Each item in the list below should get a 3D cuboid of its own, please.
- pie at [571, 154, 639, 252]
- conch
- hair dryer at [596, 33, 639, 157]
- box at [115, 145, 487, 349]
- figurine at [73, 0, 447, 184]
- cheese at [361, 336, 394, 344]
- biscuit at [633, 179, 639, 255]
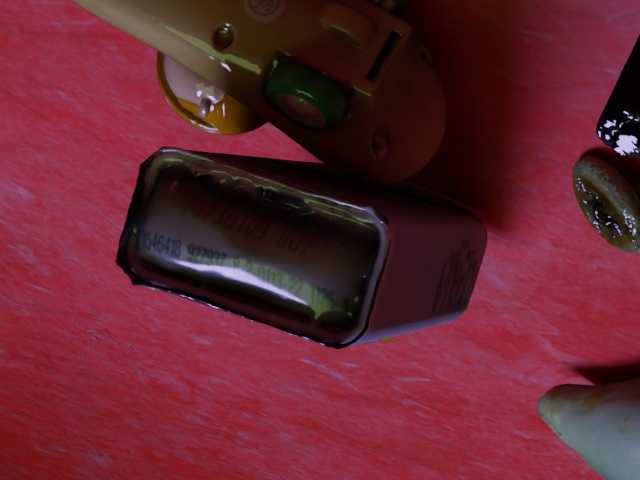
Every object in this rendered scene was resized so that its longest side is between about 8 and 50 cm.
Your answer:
[{"bbox_3d":[0.215,-0.024,1.458,0.084,0.021,0.084,54,163,25],"label":"pie"},{"bbox_3d":[0.307,0.182,1.689,0.250,0.143,0.137,174,83,-72],"label":"conch"},{"bbox_3d":[0.199,-0.149,0.986,0.089,0.251,0.197,34,157,-12],"label":"hair dryer"},{"bbox_3d":[0.000,0.000,1.465,0.190,0.112,0.369,16,-176,14],"label":"box"},{"bbox_3d":[-0.055,-0.147,1.441,0.324,0.124,0.222,27,162,2],"label":"figurine"},{"bbox_3d":[-0.017,0.036,1.826,0.250,0.064,0.156,24,158,43],"label":"cheese"},{"bbox_3d":[0.323,0.014,1.436,0.220,0.033,0.220,26,156,13],"label":"biscuit"}]
